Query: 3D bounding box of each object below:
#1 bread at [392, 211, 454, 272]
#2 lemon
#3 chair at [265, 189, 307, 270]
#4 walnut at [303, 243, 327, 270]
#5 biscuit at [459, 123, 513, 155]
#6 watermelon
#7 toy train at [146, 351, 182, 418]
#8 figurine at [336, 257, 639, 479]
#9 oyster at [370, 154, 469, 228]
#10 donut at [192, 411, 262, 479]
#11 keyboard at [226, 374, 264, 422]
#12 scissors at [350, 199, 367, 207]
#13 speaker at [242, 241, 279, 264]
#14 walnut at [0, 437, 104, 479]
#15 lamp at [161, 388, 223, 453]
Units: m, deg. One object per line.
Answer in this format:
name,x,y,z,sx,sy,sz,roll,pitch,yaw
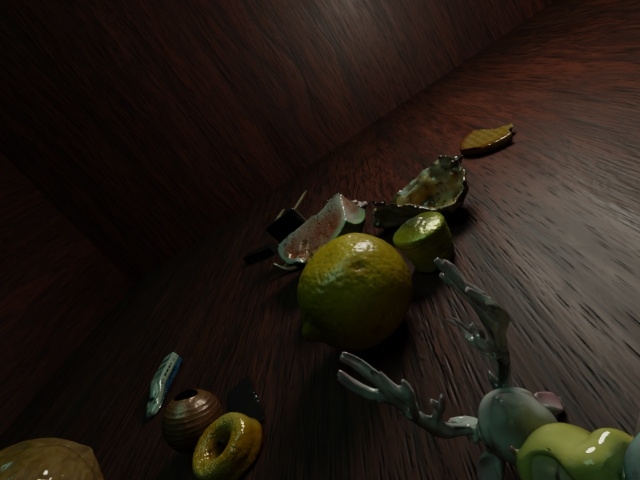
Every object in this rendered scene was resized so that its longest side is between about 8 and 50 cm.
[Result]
bread,0.247,0.002,0.934,0.129,0.114,0.111,-37,20,-4
lemon,0.067,0.111,0.830,0.228,0.228,0.253,-8,40,53
chair,-0.095,-0.032,1.499,0.188,0.166,0.272,-34,19,38
walnut,0.036,0.087,1.056,0.155,0.155,0.184,-40,19,-10
biscuit,0.549,-0.338,1.333,0.176,0.031,0.228,-26,20,26
watermelon,0.000,0.000,1.260,0.305,0.180,0.224,-36,-10,28
toy train,-0.503,0.453,1.269,0.052,0.051,0.234,-35,19,15
figurine,0.215,0.160,0.422,0.206,0.284,0.316,-45,9,-27
oyster,0.268,-0.109,1.132,0.337,0.133,0.197,-21,27,43
donut,-0.190,0.413,0.801,0.152,0.058,0.152,-30,29,18
keyboard,-0.176,0.383,0.933,0.074,0.015,0.196,-44,20,-9
scissors,0.059,-0.102,1.636,0.318,0.024,0.160,-7,36,54
speaker,-0.268,0.058,1.796,0.191,0.040,0.046,-21,22,39
walnut,-0.629,0.587,0.835,0.306,0.306,0.344,-18,20,42
lamp,-0.284,0.402,0.896,0.136,0.136,0.136,-32,20,13
